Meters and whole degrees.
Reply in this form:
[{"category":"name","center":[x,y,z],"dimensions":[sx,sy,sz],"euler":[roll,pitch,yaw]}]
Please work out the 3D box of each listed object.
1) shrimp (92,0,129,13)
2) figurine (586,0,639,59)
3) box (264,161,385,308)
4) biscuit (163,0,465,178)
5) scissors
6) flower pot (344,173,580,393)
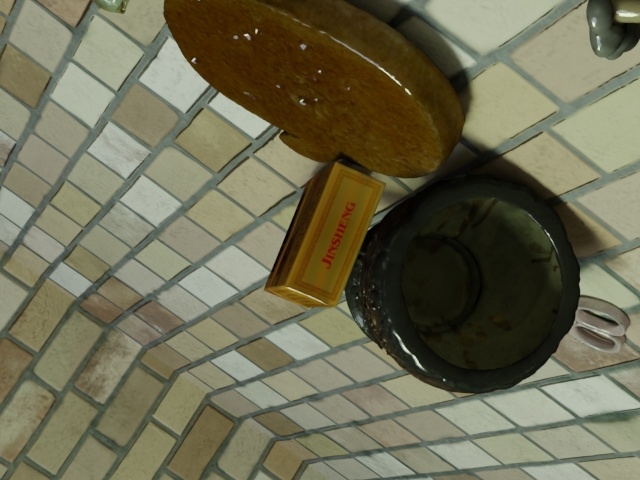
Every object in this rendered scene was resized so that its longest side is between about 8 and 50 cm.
[{"category":"shrimp","center":[-0.260,-0.353,1.685],"dimensions":[0.166,0.049,0.161],"euler":[-2,140,43]},{"category":"figurine","center":[0.404,-0.152,1.065],"dimensions":[0.387,0.166,0.207],"euler":[17,-172,30]},{"category":"box","center":[0.000,0.000,1.806],"dimensions":[0.076,0.174,0.274],"euler":[24,174,-6]},{"category":"biscuit","center":[-0.008,-0.203,1.618],"dimensions":[0.394,0.070,0.350],"euler":[29,160,11]},{"category":"scissors","center":[0.306,0.086,1.858],"dimensions":[0.242,0.030,0.118],"euler":[24,156,16]},{"category":"flower pot","center":[0.157,0.054,1.717],"dimensions":[0.266,0.266,0.267],"euler":[38,169,-13]}]
